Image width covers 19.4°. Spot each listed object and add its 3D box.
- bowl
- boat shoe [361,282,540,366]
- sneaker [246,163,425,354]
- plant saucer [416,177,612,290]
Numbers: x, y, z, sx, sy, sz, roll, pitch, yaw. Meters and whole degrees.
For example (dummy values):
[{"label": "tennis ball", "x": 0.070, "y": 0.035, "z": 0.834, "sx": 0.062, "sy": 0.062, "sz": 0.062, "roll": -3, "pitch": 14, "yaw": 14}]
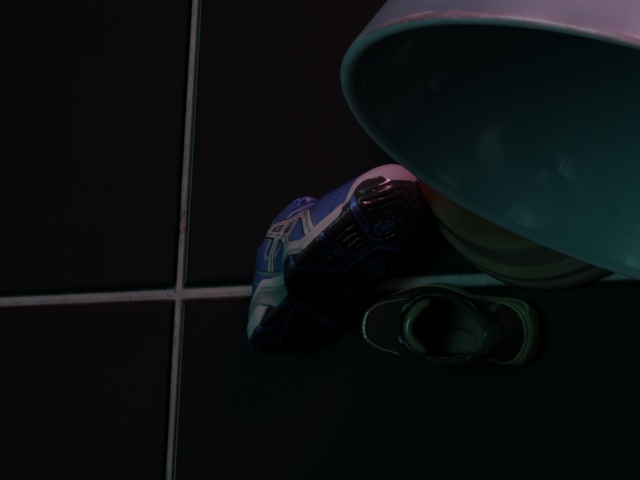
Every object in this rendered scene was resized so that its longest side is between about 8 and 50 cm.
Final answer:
[{"label": "bowl", "x": 0.182, "y": -0.098, "z": 0.923, "sx": 0.311, "sy": 0.311, "sz": 0.163, "roll": 1, "pitch": 64, "yaw": 51}, {"label": "boat shoe", "x": 0.073, "y": 0.052, "z": 1.191, "sx": 0.152, "sy": 0.049, "sz": 0.056, "roll": -4, "pitch": 82, "yaw": 51}, {"label": "sneaker", "x": 0.000, "y": 0.000, "z": 1.252, "sx": 0.211, "sy": 0.080, "sz": 0.081, "roll": -46, "pitch": 44, "yaw": 50}, {"label": "plant saucer", "x": 0.136, "y": -0.109, "z": 1.149, "sx": 0.278, "sy": 0.041, "sz": 0.278, "roll": -10, "pitch": 77, "yaw": 51}]
